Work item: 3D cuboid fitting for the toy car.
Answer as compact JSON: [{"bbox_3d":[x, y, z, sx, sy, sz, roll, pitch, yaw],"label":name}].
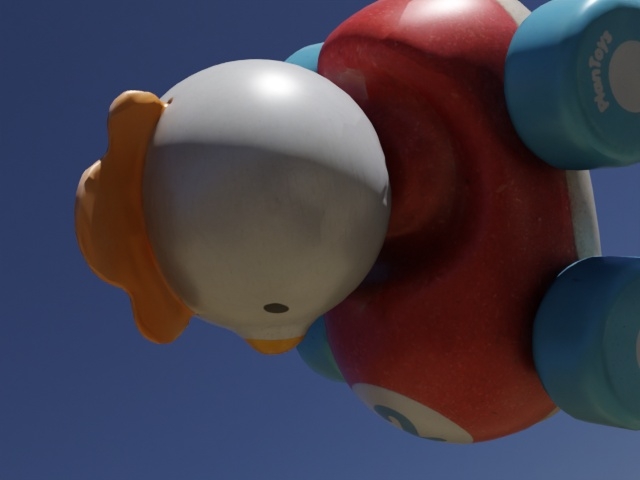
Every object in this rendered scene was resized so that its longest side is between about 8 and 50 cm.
[{"bbox_3d":[0.000,0.000,0.610,0.238,0.210,0.219,-11,7,-34],"label":"toy car"}]
